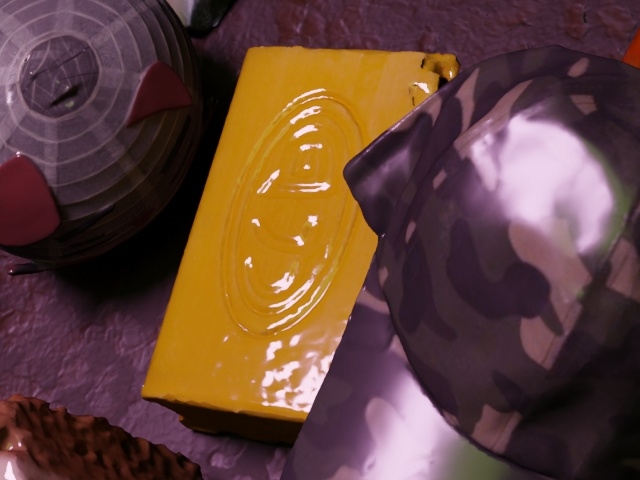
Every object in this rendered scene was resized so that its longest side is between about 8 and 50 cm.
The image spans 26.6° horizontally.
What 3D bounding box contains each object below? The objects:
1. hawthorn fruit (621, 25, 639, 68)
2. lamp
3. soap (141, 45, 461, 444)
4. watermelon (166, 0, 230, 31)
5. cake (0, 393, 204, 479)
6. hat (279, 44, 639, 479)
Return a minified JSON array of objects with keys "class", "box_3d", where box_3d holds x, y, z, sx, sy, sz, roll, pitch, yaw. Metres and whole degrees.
[{"class":"hawthorn fruit","box_3d":[0.299,-0.095,0.941,0.189,0.189,0.189,-10,62,19]},{"class":"lamp","box_3d":[-0.216,-0.106,1.141,0.233,0.233,0.265,34,80,33]},{"class":"soap","box_3d":[0.000,-0.001,1.073,0.204,0.096,0.324,4,67,26]},{"class":"watermelon","box_3d":[-0.176,-0.316,1.309,0.257,0.140,0.192,11,62,36]},{"class":"cake","box_3d":[-0.206,0.286,0.922,0.256,0.282,0.290,-32,57,16]},{"class":"hat","box_3d":[0.133,0.100,0.849,0.366,0.257,0.381,23,59,11]}]
